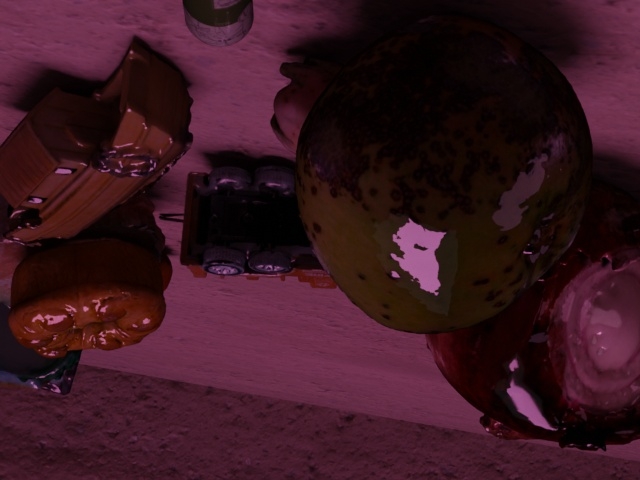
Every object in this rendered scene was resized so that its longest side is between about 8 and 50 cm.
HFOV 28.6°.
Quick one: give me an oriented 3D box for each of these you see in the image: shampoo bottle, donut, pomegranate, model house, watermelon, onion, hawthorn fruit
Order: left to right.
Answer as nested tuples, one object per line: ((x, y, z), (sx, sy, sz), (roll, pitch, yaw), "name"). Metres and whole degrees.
((-0.364, -0.024, 1.781), (0.302, 0.151, 0.264), (-11, 160, 3), "watermelon")
((-0.403, 0.120, 2.013), (0.230, 0.281, 0.249), (3, 158, 26), "model house")
((-0.315, 0.082, 1.698), (0.226, 0.114, 0.226), (-9, 159, -3), "donut")
((-0.284, 0.047, 2.079), (0.081, 0.081, 0.093), (11, 152, -10), "hawthorn fruit")
((-0.083, -0.224, 1.004), (0.065, 0.065, 0.204), (8, 165, 0), "shampoo bottle")
((0.075, -0.084, 1.137), (0.340, 0.285, 0.285), (35, -177, 37), "pomegranate")
((0.275, 0.074, 1.474), (0.341, 0.341, 0.341), (8, 165, 2), "onion")

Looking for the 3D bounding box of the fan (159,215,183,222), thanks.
((-0.151, -0.022, 1.825), (0.220, 0.009, 0.132), (7, -179, 33), "fan")

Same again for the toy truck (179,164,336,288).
((0.000, 0.000, 1.601), (0.338, 0.133, 0.184), (3, 162, 0), "toy truck")

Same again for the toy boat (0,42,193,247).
((-0.277, -0.109, 1.427), (0.162, 0.136, 0.445), (12, 161, -28), "toy boat")
